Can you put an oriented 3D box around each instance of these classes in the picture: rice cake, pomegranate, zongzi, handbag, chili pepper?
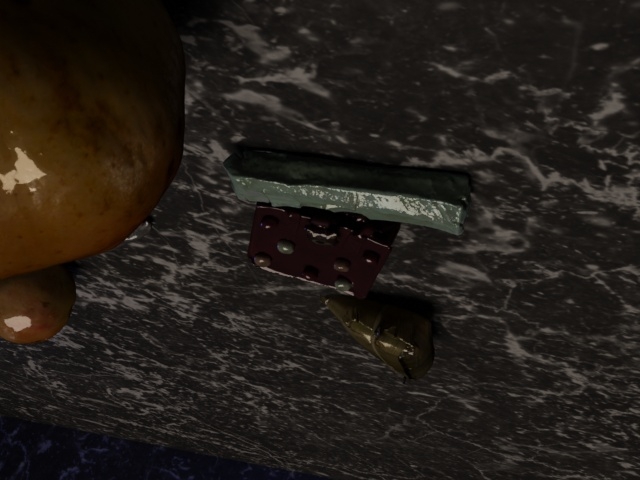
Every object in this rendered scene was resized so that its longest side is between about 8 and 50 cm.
[{"bbox_3d":[0.030,-0.068,1.292,0.336,0.063,0.066,10,148,22],"label":"rice cake"},{"bbox_3d":[-0.316,-0.162,0.963,0.410,0.410,0.410,15,157,6],"label":"pomegranate"},{"bbox_3d":[0.101,0.160,1.720,0.197,0.099,0.194,20,159,22],"label":"zongzi"},{"bbox_3d":[-0.585,0.113,1.988,0.191,0.191,0.191,15,157,6],"label":"pomegranate"},{"bbox_3d":[-0.001,0.003,1.459,0.203,0.074,0.216,17,157,-1],"label":"handbag"},{"bbox_3d":[-0.337,-0.016,1.702,0.153,0.041,0.050,-24,156,35],"label":"chili pepper"}]
